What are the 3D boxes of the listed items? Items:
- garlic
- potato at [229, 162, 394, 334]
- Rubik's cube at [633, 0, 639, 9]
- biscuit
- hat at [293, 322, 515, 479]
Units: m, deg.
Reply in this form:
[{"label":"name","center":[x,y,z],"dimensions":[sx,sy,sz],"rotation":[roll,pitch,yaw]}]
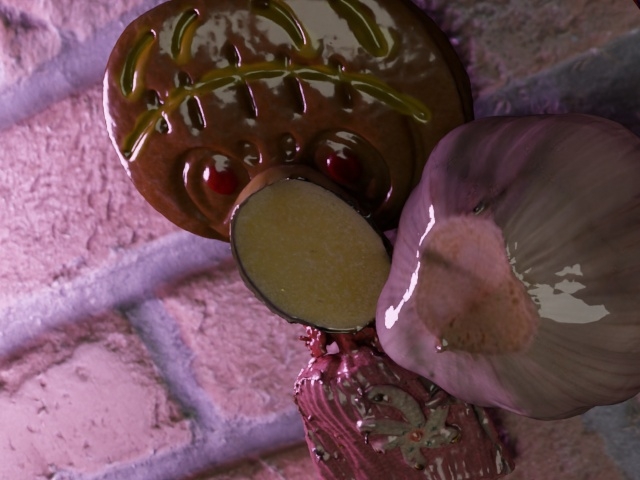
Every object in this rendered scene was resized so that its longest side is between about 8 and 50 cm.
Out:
[{"label":"garlic","center":[0.206,0.022,1.289],"dimensions":[0.317,0.259,0.318],"rotation":[10,103,47]},{"label":"potato","center":[0.000,0.000,1.400],"dimensions":[0.164,0.081,0.200],"rotation":[-32,115,26]},{"label":"Rubik's cube","center":[0.327,-0.242,1.192],"dimensions":[0.133,0.133,0.112],"rotation":[-9,80,30]},{"label":"biscuit","center":[-0.032,-0.108,1.420],"dimensions":[0.394,0.070,0.350],"rotation":[-12,115,24]},{"label":"hat","center":[0.062,0.184,1.511],"dimensions":[0.236,0.107,0.286],"rotation":[-20,106,22]}]
